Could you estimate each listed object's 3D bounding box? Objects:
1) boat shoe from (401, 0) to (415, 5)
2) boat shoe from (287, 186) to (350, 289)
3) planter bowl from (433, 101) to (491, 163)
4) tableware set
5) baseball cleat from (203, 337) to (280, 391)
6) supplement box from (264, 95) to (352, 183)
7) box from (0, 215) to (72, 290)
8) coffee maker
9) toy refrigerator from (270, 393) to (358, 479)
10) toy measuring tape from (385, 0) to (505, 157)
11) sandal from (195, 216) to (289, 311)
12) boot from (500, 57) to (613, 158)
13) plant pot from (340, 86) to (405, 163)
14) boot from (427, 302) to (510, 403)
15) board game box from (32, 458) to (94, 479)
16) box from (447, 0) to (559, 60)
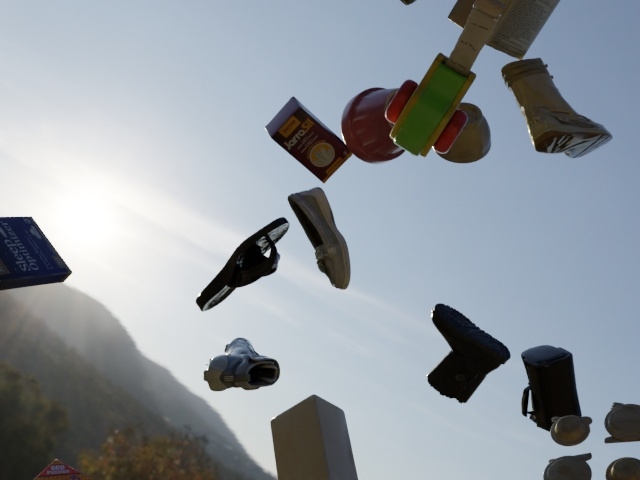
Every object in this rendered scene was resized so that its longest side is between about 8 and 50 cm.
[{"bbox_3d":[0.094,-0.604,1.692,0.091,0.109,0.305,-38,-73,27],"label":"boat shoe"},{"bbox_3d":[0.000,-0.002,2.289,0.103,0.320,0.118,-12,-21,-18],"label":"boat shoe"},{"bbox_3d":[0.384,-0.303,2.189,0.162,0.162,0.109,20,-37,20],"label":"planter bowl"},{"bbox_3d":[0.375,0.282,1.093,0.141,0.169,0.020,-8,-56,28],"label":"tableware set"},{"bbox_3d":[-0.110,0.198,1.256,0.109,0.072,0.206,3,7,9],"label":"baseball cleat"},{"bbox_3d":[-0.028,-0.240,1.947,0.188,0.104,0.081,38,12,-29],"label":"supplement box"},{"bbox_3d":[-0.536,0.020,1.378,0.136,0.036,0.225,51,18,11],"label":"box"},{"bbox_3d":[0.556,0.348,1.903,0.171,0.120,0.178,4,-68,51],"label":"coffee maker"},{"bbox_3d":[0.001,0.395,1.296,0.102,0.269,0.094,-35,-48,21],"label":"toy refrigerator"},{"bbox_3d":[0.164,-0.202,1.128,0.121,0.121,0.330,28,-23,1],"label":"toy measuring tape"},{"bbox_3d":[-0.201,0.086,2.336,0.107,0.167,0.446,52,-50,11],"label":"sandal"},{"bbox_3d":[0.492,-0.277,1.693,0.262,0.203,0.095,-3,-28,-41],"label":"boot"},{"bbox_3d":[0.178,-0.313,2.116,0.201,0.201,0.180,36,-19,-17],"label":"plant pot"},{"bbox_3d":[0.339,0.302,2.109,0.246,0.094,0.207,34,-62,-10],"label":"boot"},{"bbox_3d":[-0.618,0.827,1.928,0.356,0.356,0.356,24,-61,13],"label":"board game box"},{"bbox_3d":[0.404,-0.527,1.579,0.148,0.311,0.121,8,31,-45],"label":"box"}]
